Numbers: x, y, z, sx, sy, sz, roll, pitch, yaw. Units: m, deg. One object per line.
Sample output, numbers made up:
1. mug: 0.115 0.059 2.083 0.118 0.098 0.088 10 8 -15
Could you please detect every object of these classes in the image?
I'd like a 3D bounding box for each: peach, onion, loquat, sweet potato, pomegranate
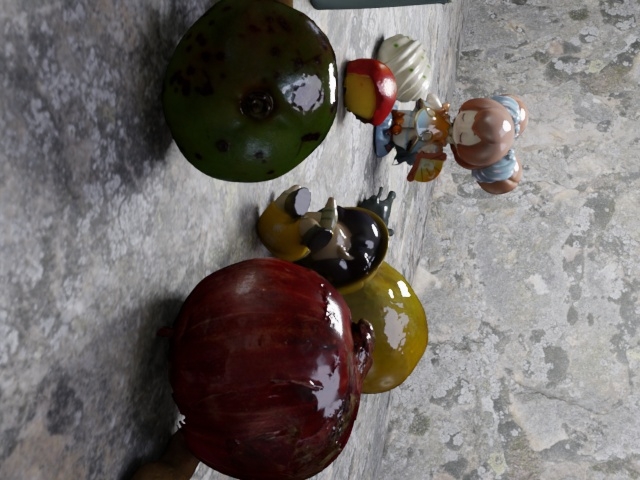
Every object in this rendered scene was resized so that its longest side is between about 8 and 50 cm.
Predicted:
1. peach: 0.108 -0.331 1.504 0.118 0.151 0.151 -38 -169 33
2. onion: -0.056 0.155 0.857 0.276 0.276 0.276 8 90 -75
3. loquat: 0.092 0.169 1.425 0.276 0.276 0.284 -62 152 -51
4. sweet potato: -0.178 0.276 0.860 0.218 0.051 0.065 -37 132 -69
5. pomegranate: -0.080 -0.166 0.784 0.248 0.202 0.202 -127 -143 -67

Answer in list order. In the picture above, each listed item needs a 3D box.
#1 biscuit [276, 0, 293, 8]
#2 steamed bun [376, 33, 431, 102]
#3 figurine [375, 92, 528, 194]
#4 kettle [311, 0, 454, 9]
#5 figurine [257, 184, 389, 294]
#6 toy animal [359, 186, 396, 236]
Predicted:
1. biscuit: -0.061 -0.285 0.893 0.236 0.039 0.180 84 -14 -61
2. steamed bun: 0.220 -0.437 1.762 0.183 0.106 0.183 28 55 -50
3. figurine: 0.356 -0.280 1.889 0.248 0.388 0.277 15 82 -76
4. kettle: 0.109 -0.482 1.156 0.211 0.243 0.160 75 27 -52
5. figurine: -0.003 0.004 1.165 0.256 0.192 0.167 19 107 -51
6. toy animal: 0.139 -0.011 1.827 0.137 0.082 0.270 -43 143 -62
